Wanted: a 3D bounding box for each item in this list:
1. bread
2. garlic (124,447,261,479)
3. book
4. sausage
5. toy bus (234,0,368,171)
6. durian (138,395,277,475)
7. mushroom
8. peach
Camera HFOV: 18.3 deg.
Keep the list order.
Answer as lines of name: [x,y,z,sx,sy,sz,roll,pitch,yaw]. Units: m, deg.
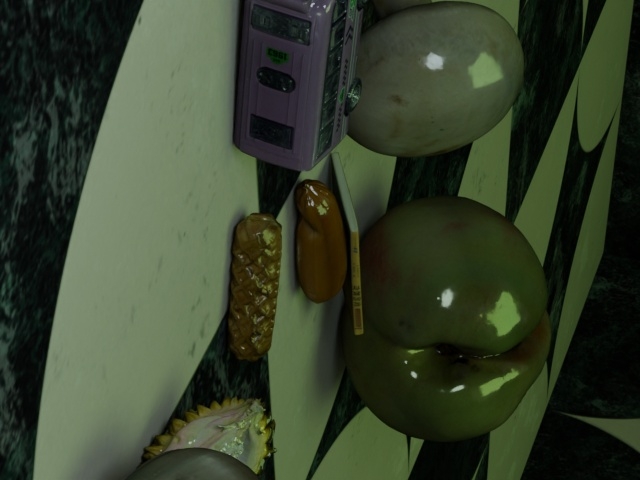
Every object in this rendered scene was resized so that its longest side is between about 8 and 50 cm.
bread: [-0.063,0.044,1.885,0.052,0.044,0.157,-43,144,-55]
garlic: [-0.114,0.300,1.661,0.292,0.210,0.237,-34,171,-40]
book: [0.028,0.005,2.144,0.172,0.012,0.118,87,-8,-48]
sausage: [0.000,0.000,2.065,0.062,0.054,0.183,-110,-169,-44]
toy bus: [-0.021,-0.166,1.752,0.108,0.096,0.199,-52,156,-48]
durian: [-0.131,0.217,1.752,0.224,0.078,0.140,-34,149,-44]
mushroom: [0.097,-0.197,2.042,0.207,0.207,0.215,39,32,-74]
peach: [0.143,0.085,2.330,0.292,0.247,0.292,-11,90,-89]
